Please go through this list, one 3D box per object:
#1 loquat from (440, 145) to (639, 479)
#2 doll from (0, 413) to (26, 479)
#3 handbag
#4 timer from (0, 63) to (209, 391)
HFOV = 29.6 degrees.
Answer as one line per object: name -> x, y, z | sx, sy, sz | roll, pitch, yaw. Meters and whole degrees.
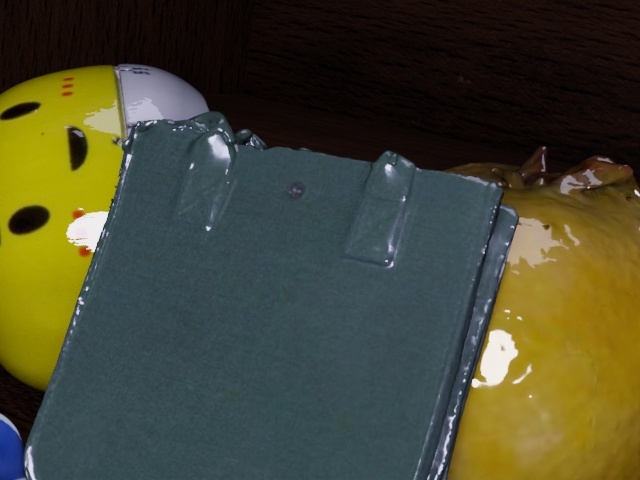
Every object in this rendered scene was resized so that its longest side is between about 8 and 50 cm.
loquat -> 0.137, 0.065, 0.826 | 0.275, 0.275, 0.275 | 8, 11, -2
doll -> -0.207, 0.141, 0.715 | 0.099, 0.057, 0.143 | 26, 7, -17
handbag -> -0.031, 0.062, 0.708 | 0.247, 0.260, 0.079 | 12, -11, 26
timer -> -0.215, -0.001, 0.940 | 0.285, 0.285, 0.285 | 8, 11, -2
